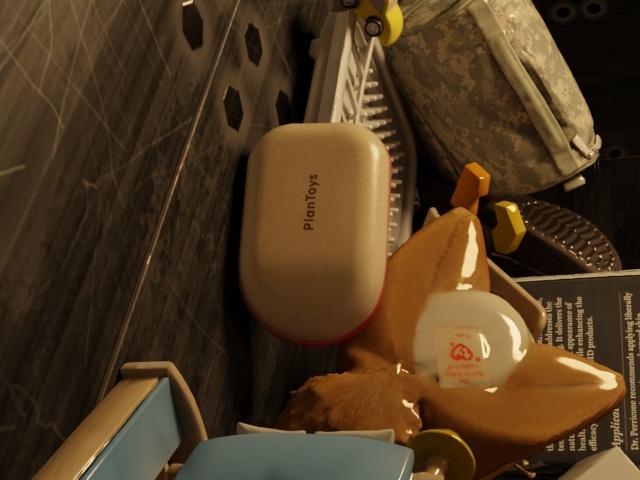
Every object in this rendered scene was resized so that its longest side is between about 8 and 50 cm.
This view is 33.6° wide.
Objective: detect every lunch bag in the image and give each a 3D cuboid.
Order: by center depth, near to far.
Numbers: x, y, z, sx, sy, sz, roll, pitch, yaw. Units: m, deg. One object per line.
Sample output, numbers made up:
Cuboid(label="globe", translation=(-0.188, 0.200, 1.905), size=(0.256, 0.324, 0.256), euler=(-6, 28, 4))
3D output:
Cuboid(label="lunch bag", translation=(0.230, -0.210, 1.444), size=(0.305, 0.213, 0.256), euler=(57, -4, -16))

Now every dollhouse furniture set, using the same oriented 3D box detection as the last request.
Cuboid(label="dollhouse furniture set", translation=(-0.021, 0.232, 0.747), size=(0.198, 0.304, 0.286), euler=(-53, 136, -60))

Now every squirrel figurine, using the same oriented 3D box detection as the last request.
Cuboid(label="squirrel figurine", translation=(0.097, 0.235, 1.202), size=(0.397, 0.281, 0.370), euler=(-34, 155, -27))

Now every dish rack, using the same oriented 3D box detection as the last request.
Cuboid(label="dish rack", translation=(0.046, -0.107, 1.342), size=(0.333, 0.072, 0.285), euler=(60, 31, -50))

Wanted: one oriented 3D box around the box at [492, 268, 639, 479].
Cuboid(label="box", translation=(0.386, 0.275, 1.620), size=(0.480, 0.472, 0.297), euler=(55, 37, -55))

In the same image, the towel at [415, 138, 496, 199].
Cuboid(label="towel", translation=(0.223, -0.171, 1.715), size=(0.031, 0.199, 0.275), euler=(-55, 180, 28))

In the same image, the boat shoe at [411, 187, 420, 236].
Cuboid(label="boat shoe", translation=(0.112, -0.052, 1.526), size=(0.066, 0.063, 0.184), euler=(42, 48, -63))

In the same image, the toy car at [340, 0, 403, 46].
Cuboid(label="toy car", translation=(0.010, -0.358, 1.234), size=(0.239, 0.053, 0.225), euler=(27, 42, -38))

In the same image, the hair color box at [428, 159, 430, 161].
Cuboid(label="hair color box", translation=(0.230, -0.172, 1.894), size=(0.093, 0.053, 0.167), euler=(58, 33, -55))

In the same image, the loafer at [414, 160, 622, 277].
Cuboid(label="loafer", translation=(0.299, -0.002, 1.665), size=(0.134, 0.366, 0.130), euler=(-19, 132, -47))

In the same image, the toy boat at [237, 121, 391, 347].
Cuboid(label="toy boat", translation=(0.000, 0.000, 1.097), size=(0.151, 0.151, 0.231), euler=(66, 26, -66))

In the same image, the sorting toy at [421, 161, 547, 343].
Cuboid(label="sorting toy", translation=(0.199, 0.063, 1.354), size=(0.041, 0.229, 0.307), euler=(-17, 141, -34))

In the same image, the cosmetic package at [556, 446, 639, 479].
Cuboid(label="cosmetic package", translation=(0.217, 0.413, 1.187), size=(0.156, 0.385, 0.217), euler=(50, -12, 13))
